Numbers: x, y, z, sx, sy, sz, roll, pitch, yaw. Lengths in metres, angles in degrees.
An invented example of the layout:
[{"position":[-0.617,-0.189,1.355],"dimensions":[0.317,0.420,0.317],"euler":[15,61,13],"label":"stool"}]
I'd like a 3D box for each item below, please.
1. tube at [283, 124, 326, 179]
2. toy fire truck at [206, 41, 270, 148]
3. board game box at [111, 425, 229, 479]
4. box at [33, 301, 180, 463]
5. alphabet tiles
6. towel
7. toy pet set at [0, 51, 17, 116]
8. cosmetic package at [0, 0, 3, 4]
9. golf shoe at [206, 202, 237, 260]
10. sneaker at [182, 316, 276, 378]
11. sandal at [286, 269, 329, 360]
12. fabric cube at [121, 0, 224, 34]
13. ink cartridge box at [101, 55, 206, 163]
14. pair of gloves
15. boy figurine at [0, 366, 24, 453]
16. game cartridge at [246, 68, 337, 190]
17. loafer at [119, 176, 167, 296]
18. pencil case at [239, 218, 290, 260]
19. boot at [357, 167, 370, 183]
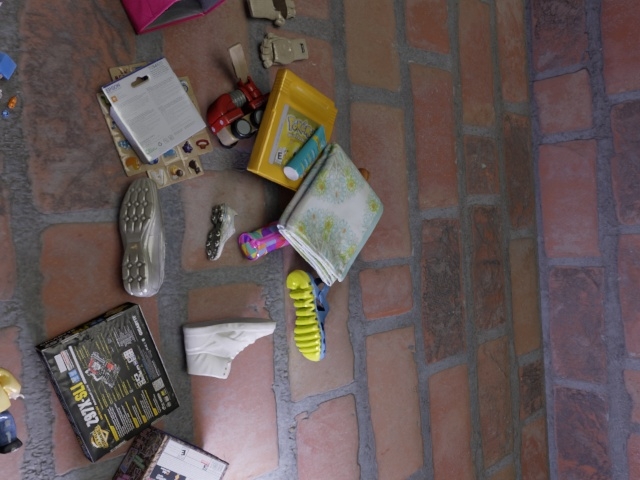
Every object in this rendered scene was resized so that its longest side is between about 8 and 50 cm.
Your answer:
[{"position":[-0.039,-0.272,1.705],"dimensions":[0.207,0.052,0.080],"euler":[-54,153,-32],"label":"tube"},{"position":[-0.252,-0.439,1.644],"dimensions":[0.217,0.158,0.246],"euler":[-39,102,-35],"label":"toy fire truck"},{"position":[-0.425,0.677,1.442],"dimensions":[0.232,0.141,0.291],"euler":[42,62,-33],"label":"board game box"},{"position":[-0.537,0.356,1.397],"dimensions":[0.257,0.079,0.321],"euler":[-28,107,-37],"label":"box"},{"position":[-0.457,-0.328,1.535],"dimensions":[0.285,0.011,0.342],"euler":[-28,107,-39],"label":"alphabet tiles"},{"position":[0.045,-0.082,1.791],"dimensions":[0.320,0.090,0.374],"euler":[50,60,-38],"label":"towel"},{"position":[-0.744,-0.367,1.242],"dimensions":[0.122,0.065,0.114],"euler":[33,67,-37],"label":"toy pet set"},{"position":[-0.768,-0.587,1.149],"dimensions":[0.151,0.184,0.151],"euler":[-11,96,-41],"label":"cosmetic package"},{"position":[-0.289,-0.020,1.640],"dimensions":[0.086,0.069,0.176],"euler":[21,76,-46],"label":"golf shoe"},{"position":[-0.268,0.323,1.627],"dimensions":[0.293,0.108,0.169],"euler":[-2,91,-32],"label":"sneaker"},{"position":[-0.017,0.248,1.839],"dimensions":[0.138,0.126,0.317],"euler":[-10,96,-46],"label":"sandal"},{"position":[-0.397,-0.739,1.439],"dimensions":[0.254,0.259,0.258],"euler":[-37,110,-36],"label":"fabric cube"},{"position":[-0.458,-0.360,1.496],"dimensions":[0.223,0.045,0.224],"euler":[-43,115,-35],"label":"ink cartridge box"},{"position":[-0.145,-0.705,1.806],"dimensions":[0.204,0.042,0.240],"euler":[-32,111,-41],"label":"pair of gloves"},{"position":[-0.758,0.344,1.191],"dimensions":[0.177,0.092,0.285],"euler":[-21,102,-40],"label":"boy figurine"},{"position":[-0.076,-0.329,1.709],"dimensions":[0.285,0.053,0.323],"euler":[18,89,-52],"label":"game cartridge"},{"position":[-0.472,-0.008,1.461],"dimensions":[0.111,0.112,0.319],"euler":[23,69,-76],"label":"loafer"},{"position":[-0.147,-0.017,1.744],"dimensions":[0.236,0.104,0.104],"euler":[-27,106,-38],"label":"pencil case"},{"position":[0.045,-0.238,1.933],"dimensions":[0.283,0.109,0.220],"euler":[-43,112,-26],"label":"boot"}]
